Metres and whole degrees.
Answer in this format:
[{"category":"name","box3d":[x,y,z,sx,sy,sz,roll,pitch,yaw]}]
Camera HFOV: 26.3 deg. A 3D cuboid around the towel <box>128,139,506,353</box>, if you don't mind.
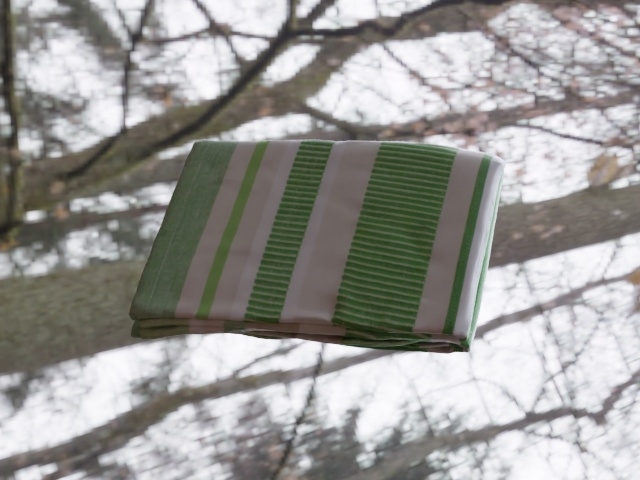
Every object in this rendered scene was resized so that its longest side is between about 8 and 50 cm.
[{"category":"towel","box3d":[0.000,0.000,1.282,0.324,0.248,0.038,1,-40,19]}]
